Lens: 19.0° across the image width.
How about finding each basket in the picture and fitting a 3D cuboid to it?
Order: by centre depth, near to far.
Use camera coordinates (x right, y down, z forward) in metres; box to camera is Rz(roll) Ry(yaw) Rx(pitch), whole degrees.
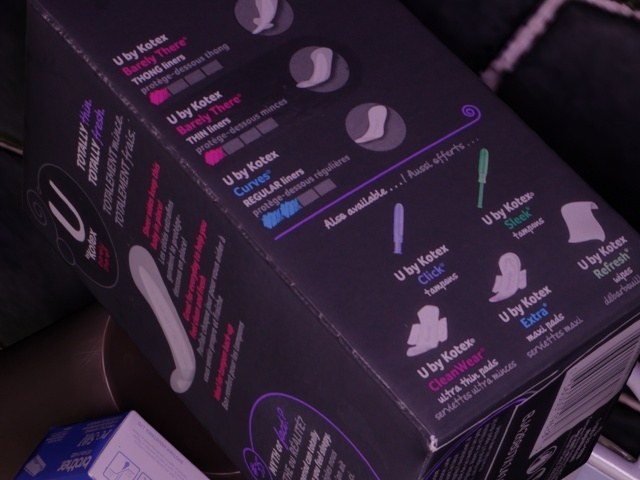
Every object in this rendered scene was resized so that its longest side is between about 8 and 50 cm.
[{"bbox_3d":[-0.112,0.116,1.158,0.204,0.154,0.227,52,143,2],"label":"basket"}]

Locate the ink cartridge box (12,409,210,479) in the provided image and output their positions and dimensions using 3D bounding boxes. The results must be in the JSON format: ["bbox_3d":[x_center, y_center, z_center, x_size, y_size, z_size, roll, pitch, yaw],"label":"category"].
[{"bbox_3d":[-0.062,0.177,1.030,0.207,0.046,0.097,45,150,-18],"label":"ink cartridge box"}]

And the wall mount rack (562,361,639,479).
[{"bbox_3d":[0.124,0.206,1.033,0.304,0.130,0.350,32,147,14],"label":"wall mount rack"}]

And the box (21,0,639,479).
[{"bbox_3d":[0.000,0.000,0.852,0.270,0.143,0.165,47,150,21],"label":"box"}]
